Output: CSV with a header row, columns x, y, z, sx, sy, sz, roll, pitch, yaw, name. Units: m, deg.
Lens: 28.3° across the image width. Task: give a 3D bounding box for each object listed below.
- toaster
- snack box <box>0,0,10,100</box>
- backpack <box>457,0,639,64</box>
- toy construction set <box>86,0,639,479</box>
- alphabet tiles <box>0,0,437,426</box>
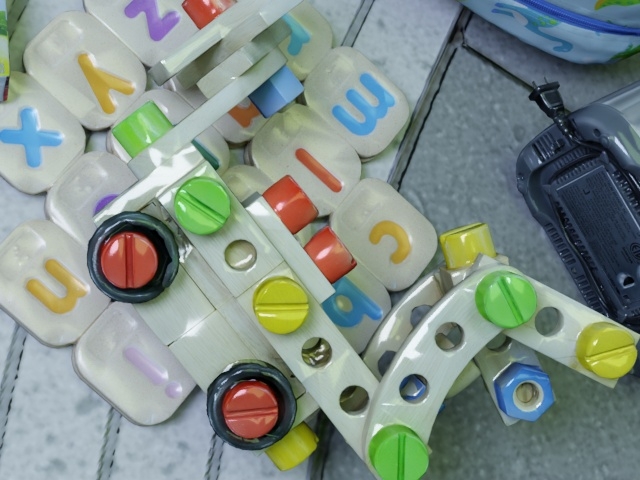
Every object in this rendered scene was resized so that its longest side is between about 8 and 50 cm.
x,y,z,sx,sy,sz,roll,pitch,yaw,name
0.238,-0.028,0.853,0.146,0.129,0.227,-29,86,-30,toaster
-0.251,-0.129,0.715,0.141,0.037,0.100,-3,70,-18,snack box
0.145,-0.278,0.830,0.355,0.273,0.290,47,58,-19,backpack
0.000,0.000,0.709,0.215,0.151,0.327,-38,84,-1,toy construction set
-0.069,-0.033,0.784,0.278,0.021,0.284,42,65,-7,alphabet tiles
